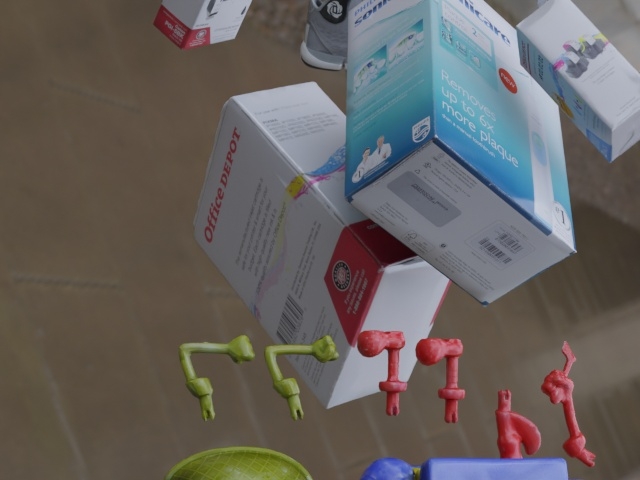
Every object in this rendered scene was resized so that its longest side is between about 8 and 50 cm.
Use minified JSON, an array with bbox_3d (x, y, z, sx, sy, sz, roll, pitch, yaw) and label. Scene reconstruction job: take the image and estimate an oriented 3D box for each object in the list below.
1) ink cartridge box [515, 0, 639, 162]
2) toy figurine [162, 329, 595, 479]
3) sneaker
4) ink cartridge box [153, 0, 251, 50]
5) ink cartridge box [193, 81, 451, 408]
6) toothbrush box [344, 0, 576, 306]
[{"bbox_3d":[0.252,-0.175,1.586,0.181,0.061,0.104,51,-3,18],"label":"ink cartridge box"},{"bbox_3d":[0.080,0.160,1.161,0.217,0.362,0.191,169,-75,-72],"label":"toy figurine"},{"bbox_3d":[0.086,-0.285,2.115,0.086,0.228,0.132,-65,160,-65],"label":"sneaker"},{"bbox_3d":[-0.123,-0.297,1.860,0.056,0.135,0.099,43,37,20],"label":"ink cartridge box"},{"bbox_3d":[0.000,0.000,1.804,0.131,0.226,0.306,-13,49,-33],"label":"ink cartridge box"},{"bbox_3d":[0.140,-0.117,1.641,0.216,0.126,0.295,37,35,-29],"label":"toothbrush box"}]
